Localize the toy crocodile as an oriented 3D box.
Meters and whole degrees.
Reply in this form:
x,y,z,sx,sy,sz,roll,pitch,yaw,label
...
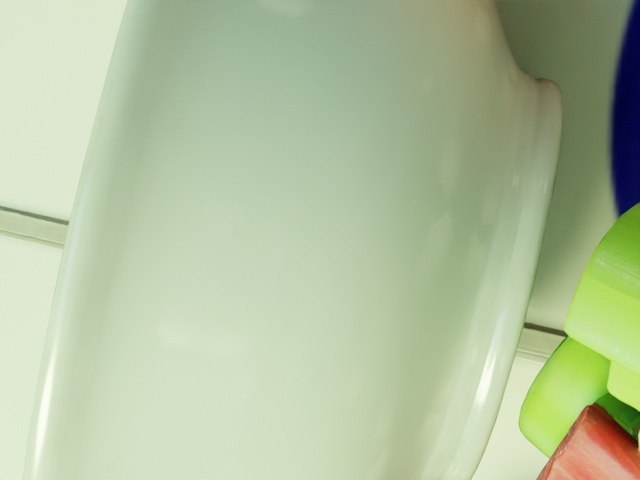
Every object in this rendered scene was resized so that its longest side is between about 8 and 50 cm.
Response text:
x,y,z,sx,sy,sz,roll,pitch,yaw,label
0.090,0.127,0.668,0.115,0.105,0.340,43,135,26,toy crocodile

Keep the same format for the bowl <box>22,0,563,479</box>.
x,y,z,sx,sy,sz,roll,pitch,yaw,label
0.000,0.000,0.666,0.134,0.298,0.297,13,113,0,bowl
